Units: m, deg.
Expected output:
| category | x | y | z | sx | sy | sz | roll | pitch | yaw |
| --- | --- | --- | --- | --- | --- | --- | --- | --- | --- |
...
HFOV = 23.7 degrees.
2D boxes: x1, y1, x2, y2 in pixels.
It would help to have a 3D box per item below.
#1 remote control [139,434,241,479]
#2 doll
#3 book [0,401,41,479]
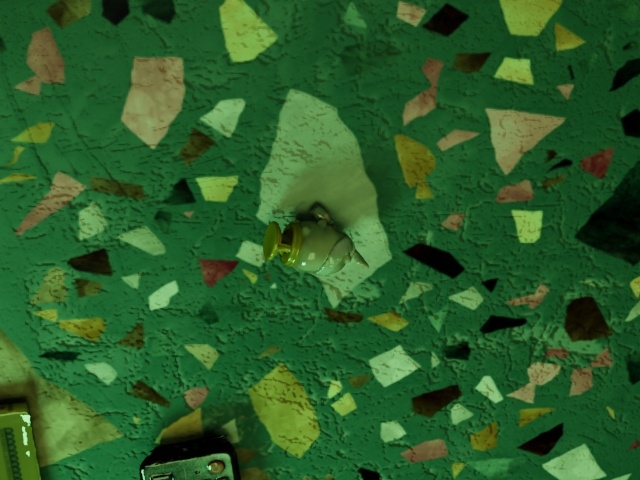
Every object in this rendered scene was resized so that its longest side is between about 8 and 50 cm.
| category | x | y | z | sx | sy | sz | roll | pitch | yaw |
| --- | --- | --- | --- | --- | --- | --- | --- | --- | --- |
| remote control | -0.156 | 0.421 | 2.086 | 0.144 | 0.062 | 0.399 | -9 | 126 | -7 |
| doll | 0.000 | 0.000 | 1.805 | 0.127 | 0.073 | 0.084 | 10 | 86 | -20 |
| book | -0.549 | 0.327 | 1.948 | 0.389 | 0.032 | 0.269 | -7 | 129 | -7 |
